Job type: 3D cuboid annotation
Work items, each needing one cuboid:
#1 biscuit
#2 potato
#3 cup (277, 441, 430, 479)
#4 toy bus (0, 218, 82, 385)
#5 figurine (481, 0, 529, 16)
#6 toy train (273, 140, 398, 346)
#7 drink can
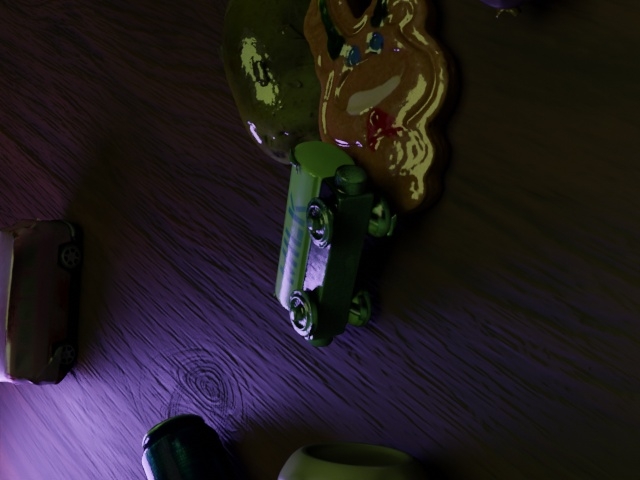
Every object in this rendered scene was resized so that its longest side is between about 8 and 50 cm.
[{"bbox_3d":[0.071,-0.190,1.197,0.202,0.047,0.334,-20,74,40],"label":"biscuit"},{"bbox_3d":[-0.072,-0.245,1.341,0.160,0.111,0.271,-29,64,46],"label":"potato"},{"bbox_3d":[0.059,0.336,1.069,0.255,0.173,0.202,5,91,50],"label":"cup"},{"bbox_3d":[-0.515,0.110,1.796,0.127,0.147,0.302,0,87,44],"label":"toy bus"},{"bbox_3d":[0.187,-0.357,1.001,0.142,0.189,0.263,-141,56,-66],"label":"figurine"},{"bbox_3d":[0.000,0.000,1.203,0.157,0.105,0.253,52,143,43],"label":"toy train"},{"bbox_3d":[-0.169,0.346,1.379,0.118,0.118,0.205,-53,49,31],"label":"drink can"}]
